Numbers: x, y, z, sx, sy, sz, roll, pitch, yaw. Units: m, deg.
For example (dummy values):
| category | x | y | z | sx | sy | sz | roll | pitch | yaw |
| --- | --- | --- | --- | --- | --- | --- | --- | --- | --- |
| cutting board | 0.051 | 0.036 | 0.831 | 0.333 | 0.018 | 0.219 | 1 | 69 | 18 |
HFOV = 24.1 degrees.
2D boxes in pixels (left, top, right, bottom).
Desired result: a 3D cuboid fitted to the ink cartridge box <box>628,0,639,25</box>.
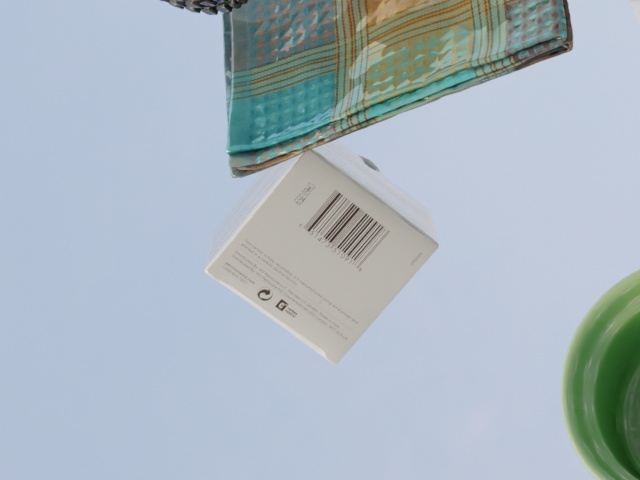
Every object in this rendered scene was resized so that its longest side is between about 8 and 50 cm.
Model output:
| category | x | y | z | sx | sy | sz | roll | pitch | yaw |
| --- | --- | --- | --- | --- | --- | --- | --- | --- | --- |
| ink cartridge box | 0.575 | -0.205 | 1.879 | 0.130 | 0.272 | 0.309 | -38 | -67 | -23 |

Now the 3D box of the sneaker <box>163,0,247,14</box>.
| category | x | y | z | sx | sy | sz | roll | pitch | yaw |
| --- | --- | --- | --- | --- | --- | --- | --- | --- | --- |
| sneaker | -0.081 | -0.311 | 1.443 | 0.134 | 0.343 | 0.146 | 32 | -117 | -51 |

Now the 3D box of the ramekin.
| category | x | y | z | sx | sy | sz | roll | pitch | yaw |
| --- | --- | --- | --- | --- | --- | --- | --- | --- | --- |
| ramekin | 0.442 | 0.181 | 1.713 | 0.148 | 0.303 | 0.303 | 38 | -135 | -54 |

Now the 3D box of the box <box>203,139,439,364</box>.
| category | x | y | z | sx | sy | sz | roll | pitch | yaw |
| --- | --- | --- | --- | --- | --- | --- | --- | --- | --- |
| box | 0.000 | 0.000 | 1.605 | 0.181 | 0.182 | 0.119 | 36 | -164 | -13 |

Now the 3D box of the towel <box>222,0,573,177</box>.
| category | x | y | z | sx | sy | sz | roll | pitch | yaw |
| --- | --- | --- | --- | --- | --- | --- | --- | --- | --- |
| towel | 0.059 | -0.234 | 1.469 | 0.040 | 0.370 | 0.271 | 38 | -140 | -49 |
